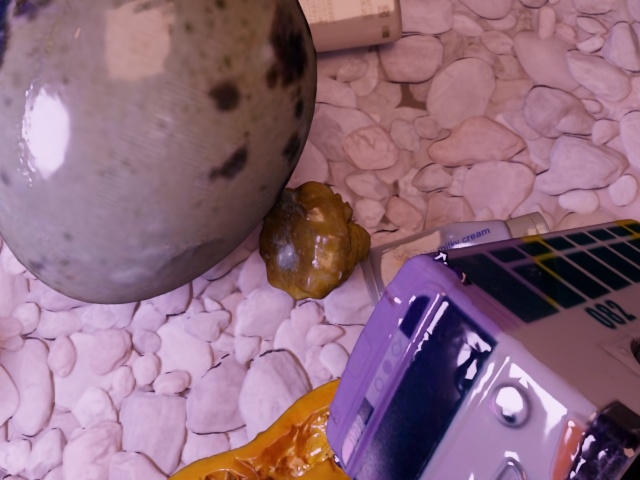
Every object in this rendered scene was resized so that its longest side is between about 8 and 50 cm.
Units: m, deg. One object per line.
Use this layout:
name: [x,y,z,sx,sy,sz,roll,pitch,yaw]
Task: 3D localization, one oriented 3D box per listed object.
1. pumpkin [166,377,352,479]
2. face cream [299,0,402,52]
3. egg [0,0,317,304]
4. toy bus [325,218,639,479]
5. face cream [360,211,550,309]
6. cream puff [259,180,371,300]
pumpkin: [-0.016,0.272,0.680,0.317,0.222,0.139,-26,115,-11]
face cream: [-0.074,-0.324,0.944,0.348,0.081,0.173,-9,76,-3]
egg: [-0.188,-0.138,0.753,0.345,0.345,0.428,24,101,7]
toy bus: [0.220,0.118,0.613,0.440,0.209,0.249,-8,39,-46]
face cream: [0.166,0.033,0.855,0.224,0.070,0.114,-17,74,3]
cream puff: [0.000,0.000,0.832,0.116,0.146,0.146,-6,68,-43]
